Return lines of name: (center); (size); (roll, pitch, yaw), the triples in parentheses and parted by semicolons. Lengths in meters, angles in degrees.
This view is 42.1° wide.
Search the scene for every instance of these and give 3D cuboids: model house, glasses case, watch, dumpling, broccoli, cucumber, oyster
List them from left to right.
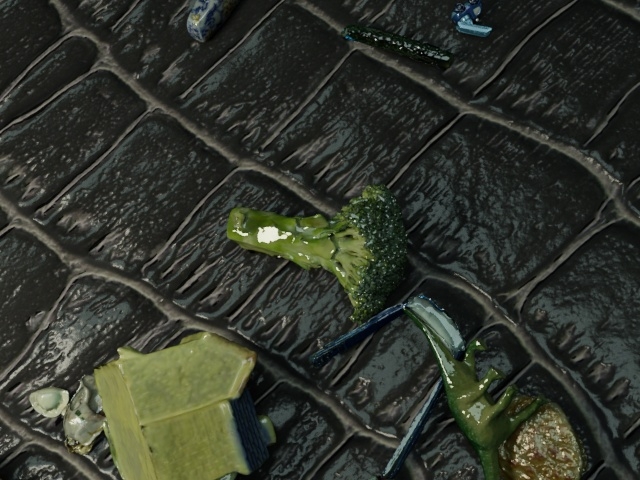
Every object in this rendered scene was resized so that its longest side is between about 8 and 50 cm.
dumpling: (-0.530, 0.317, 1.628); (0.077, 0.043, 0.059); (-7, 87, -14)
oyster: (-0.447, 0.331, 1.609); (0.108, 0.053, 0.165); (38, 71, -3)
model house: (-0.241, 0.323, 1.526); (0.266, 0.261, 0.321); (-17, 87, -27)
glasses case: (-0.218, -0.557, 1.873); (0.065, 0.087, 0.248); (25, 73, 18)
broccoli: (0.003, -0.021, 1.630); (0.361, 0.221, 0.252); (29, 110, 15)
cucumber: (0.166, -0.430, 1.818); (0.257, 0.043, 0.044); (19, 69, 12)
watch: (0.162, 0.264, 1.570); (0.275, 0.068, 0.276); (-32, 73, -7)

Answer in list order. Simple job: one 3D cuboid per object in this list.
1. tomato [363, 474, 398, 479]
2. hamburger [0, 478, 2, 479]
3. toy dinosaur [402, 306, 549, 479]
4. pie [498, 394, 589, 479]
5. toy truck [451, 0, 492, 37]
tomato: (0.086, 0.544, 1.353); (0.317, 0.316, 0.282); (-22, 110, -3)
hamburger: (-0.745, 0.498, 1.475); (0.330, 0.250, 0.329); (-3, 72, 8)
toy dinosaur: (0.256, 0.349, 1.509); (0.447, 0.087, 0.300); (44, 115, 24)
pie: (0.389, 0.374, 1.509); (0.163, 0.079, 0.193); (-21, 68, 12)
toy truck: (0.333, -0.482, 1.819); (0.073, 0.056, 0.090); (-31, 85, -1)
